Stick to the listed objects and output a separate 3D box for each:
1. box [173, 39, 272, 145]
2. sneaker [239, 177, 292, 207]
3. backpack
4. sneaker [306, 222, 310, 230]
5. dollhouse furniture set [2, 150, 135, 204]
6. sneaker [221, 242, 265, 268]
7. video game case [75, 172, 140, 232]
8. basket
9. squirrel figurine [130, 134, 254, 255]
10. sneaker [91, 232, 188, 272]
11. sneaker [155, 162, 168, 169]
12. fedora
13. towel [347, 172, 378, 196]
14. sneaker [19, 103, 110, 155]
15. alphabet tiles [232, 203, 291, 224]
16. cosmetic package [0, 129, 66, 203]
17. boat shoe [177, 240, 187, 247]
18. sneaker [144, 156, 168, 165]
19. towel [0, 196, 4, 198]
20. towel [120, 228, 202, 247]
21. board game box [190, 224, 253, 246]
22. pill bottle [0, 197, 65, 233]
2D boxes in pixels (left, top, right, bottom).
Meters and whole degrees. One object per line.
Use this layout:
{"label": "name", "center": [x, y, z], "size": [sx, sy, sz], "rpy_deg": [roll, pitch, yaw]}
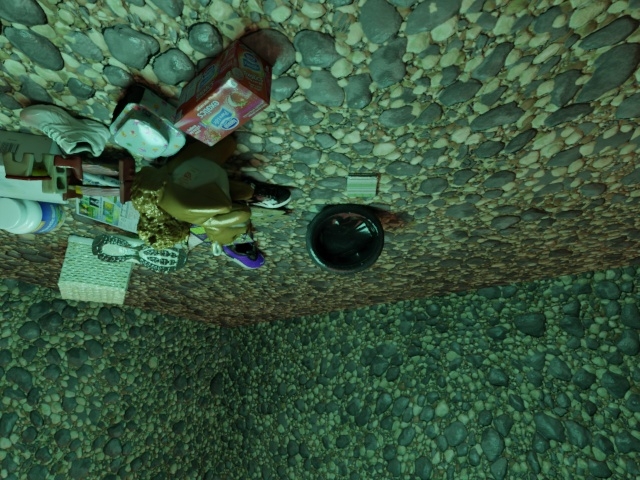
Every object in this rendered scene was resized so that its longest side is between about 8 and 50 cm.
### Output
{"label": "box", "center": [-0.252, -0.369, 1.035], "size": [0.257, 0.128, 0.123], "rpy_deg": [-19, 149, 38]}
{"label": "sneaker", "center": [-0.225, -0.183, 1.518], "size": [0.217, 0.079, 0.121], "rpy_deg": [-2, 158, 10]}
{"label": "backpack", "center": [-0.477, -0.321, 1.144], "size": [0.166, 0.144, 0.189], "rpy_deg": [-27, 147, 37]}
{"label": "sneaker", "center": [0.001, 0.001, 1.915], "size": [0.270, 0.090, 0.145], "rpy_deg": [20, 148, -41]}
{"label": "dollhouse furniture set", "center": [-0.745, -0.185, 1.244], "size": [0.202, 0.152, 0.374], "rpy_deg": [4, -170, -3]}
{"label": "sneaker", "center": [-0.372, 0.066, 2.065], "size": [0.146, 0.102, 0.293], "rpy_deg": [-18, 150, 35]}
{"label": "video game case", "center": [-0.820, -0.143, 1.619], "size": [0.300, 0.036, 0.329], "rpy_deg": [20, 147, -20]}
{"label": "basket", "center": [-1.181, 0.169, 2.146], "size": [0.332, 0.266, 0.328], "rpy_deg": [11, 154, -24]}
{"label": "squirrel figurine", "center": [-0.418, -0.108, 1.362], "size": [0.398, 0.280, 0.370], "rpy_deg": [-10, 153, -2]}
{"label": "sneaker", "center": [-0.832, 0.030, 1.893], "size": [0.411, 0.157, 0.182], "rpy_deg": [16, -164, -23]}
{"label": "sneaker", "center": [-0.479, -0.205, 1.458], "size": [0.276, 0.097, 0.135], "rpy_deg": [20, 149, -37]}
{"label": "fedora", "center": [0.103, -0.010, 1.742], "size": [0.335, 0.333, 0.152], "rpy_deg": [2, -174, -1]}
{"label": "towel", "center": [0.157, -0.208, 1.521], "size": [0.113, 0.023, 0.152], "rpy_deg": [2, 159, 4]}
{"label": "sneaker", "center": [-0.760, -0.319, 1.190], "size": [0.233, 0.115, 0.090], "rpy_deg": [13, 153, -25]}
{"label": "alphabet tiles", "center": [-0.313, -0.105, 1.687], "size": [0.343, 0.011, 0.285], "rpy_deg": [5, 169, -31]}
{"label": "cosmetic package", "center": [-0.997, -0.243, 1.352], "size": [0.224, 0.138, 0.224], "rpy_deg": [6, 157, -11]}
{"label": "boat shoe", "center": [-0.629, -0.032, 1.716], "size": [0.104, 0.113, 0.302], "rpy_deg": [0, 158, -13]}
{"label": "sneaker", "center": [-0.549, -0.278, 1.331], "size": [0.135, 0.070, 0.051], "rpy_deg": [-14, 154, 34]}
{"label": "towel", "center": [-1.408, -0.174, 1.649], "size": [0.244, 0.040, 0.336], "rpy_deg": [4, 156, -4]}
{"label": "towel", "center": [-0.700, -0.054, 1.871], "size": [0.317, 0.053, 0.332], "rpy_deg": [-18, 150, 36]}
{"label": "board game box", "center": [-0.432, -0.041, 1.747], "size": [0.209, 0.056, 0.347], "rpy_deg": [-4, 166, 3]}
{"label": "pill bottle", "center": [-1.122, -0.102, 1.538], "size": [0.153, 0.152, 0.272], "rpy_deg": [4, -177, -6]}
